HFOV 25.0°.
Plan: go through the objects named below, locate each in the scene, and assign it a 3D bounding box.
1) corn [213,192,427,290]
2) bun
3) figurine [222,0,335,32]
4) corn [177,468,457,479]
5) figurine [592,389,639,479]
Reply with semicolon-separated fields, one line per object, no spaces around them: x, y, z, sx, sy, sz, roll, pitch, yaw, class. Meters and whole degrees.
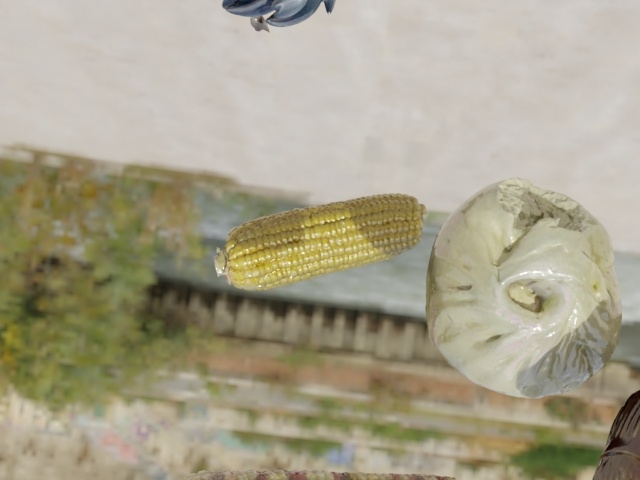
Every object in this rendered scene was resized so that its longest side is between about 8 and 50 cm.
0.000;0.000;1.544;0.238;0.080;0.080;-13;177;-15;corn
0.186;0.044;1.288;0.179;0.193;0.128;5;-172;-2;bun
-0.039;-0.349;1.571;0.197;0.265;0.175;9;-142;47;figurine
0.005;0.199;1.024;0.237;0.079;0.079;3;174;-22;corn
0.349;0.236;1.189;0.315;0.168;0.187;50;176;-23;figurine
